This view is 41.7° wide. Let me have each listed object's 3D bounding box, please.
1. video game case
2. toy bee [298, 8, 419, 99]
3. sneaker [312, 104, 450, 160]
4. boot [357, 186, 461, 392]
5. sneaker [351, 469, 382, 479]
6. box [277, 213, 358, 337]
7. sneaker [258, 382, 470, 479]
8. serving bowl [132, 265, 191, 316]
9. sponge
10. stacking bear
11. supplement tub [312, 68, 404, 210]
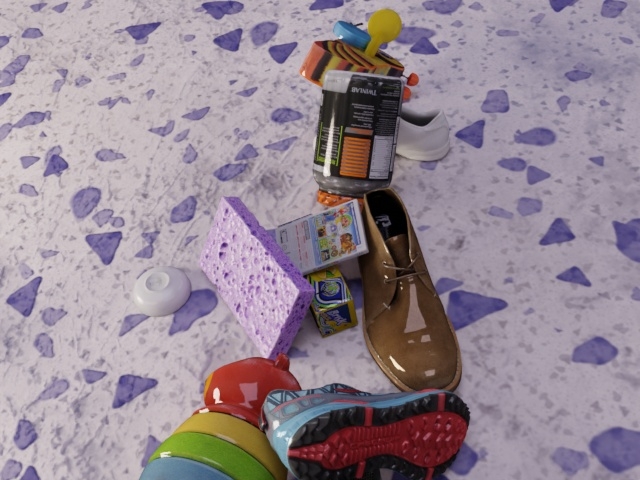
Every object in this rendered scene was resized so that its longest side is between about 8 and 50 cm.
[{"bbox_3d":[0.000,0.000,1.114,0.122,0.011,0.087,-20,50,14],"label":"video game case"},{"bbox_3d":[0.081,-0.285,1.349,0.162,0.195,0.298,30,45,2],"label":"toy bee"},{"bbox_3d":[0.090,-0.173,1.290,0.212,0.094,0.080,-3,50,8],"label":"sneaker"},{"bbox_3d":[0.100,0.060,1.073,0.112,0.115,0.305,-13,49,-4],"label":"boot"},{"bbox_3d":[0.013,0.294,0.907,0.065,0.076,0.166,22,56,25],"label":"sneaker"},{"bbox_3d":[-0.005,0.044,1.139,0.054,0.059,0.169,-21,49,-6],"label":"box"},{"bbox_3d":[0.051,0.191,0.919,0.262,0.104,0.125,10,10,-37],"label":"sneaker"},{"bbox_3d":[-0.225,0.066,1.180,0.083,0.027,0.083,-6,49,6],"label":"serving bowl"},{"bbox_3d":[-0.090,0.047,1.118,0.031,0.117,0.210,0,37,-40],"label":"sponge"},{"bbox_3d":[-0.110,0.249,0.922,0.164,0.175,0.289,19,46,12],"label":"stacking bear"},{"bbox_3d":[0.051,-0.143,1.198,0.117,0.190,0.117,7,12,-2],"label":"supplement tub"}]
